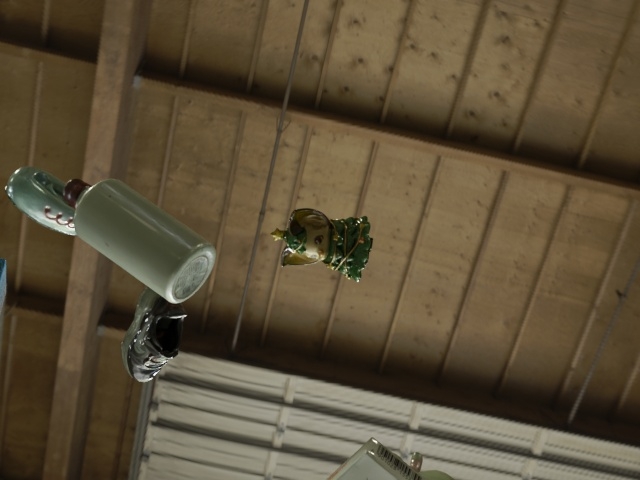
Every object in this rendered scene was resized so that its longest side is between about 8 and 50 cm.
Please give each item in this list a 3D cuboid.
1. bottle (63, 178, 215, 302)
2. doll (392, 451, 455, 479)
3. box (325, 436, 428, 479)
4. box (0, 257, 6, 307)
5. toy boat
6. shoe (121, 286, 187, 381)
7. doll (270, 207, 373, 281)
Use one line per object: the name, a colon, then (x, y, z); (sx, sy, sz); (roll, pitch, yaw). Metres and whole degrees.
bottle: (-0.273, -0.014, 1.120); (0.245, 0.104, 0.104); (33, -67, 17)
doll: (0.186, 0.506, 1.548); (0.155, 0.275, 0.113); (-40, -62, -21)
box: (0.117, 0.357, 0.953); (0.245, 0.035, 0.139); (37, -58, -1)
box: (-0.601, 0.152, 1.325); (0.083, 0.232, 0.142); (14, -30, -16)
toy boat: (-0.528, -0.087, 1.548); (0.079, 0.208, 0.134); (-39, -118, 10)
shoe: (-0.334, 0.202, 1.595); (0.099, 0.112, 0.227); (3, -70, -39)
doll: (0.005, -0.005, 0.891); (0.113, 0.076, 0.078); (19, -57, 7)
